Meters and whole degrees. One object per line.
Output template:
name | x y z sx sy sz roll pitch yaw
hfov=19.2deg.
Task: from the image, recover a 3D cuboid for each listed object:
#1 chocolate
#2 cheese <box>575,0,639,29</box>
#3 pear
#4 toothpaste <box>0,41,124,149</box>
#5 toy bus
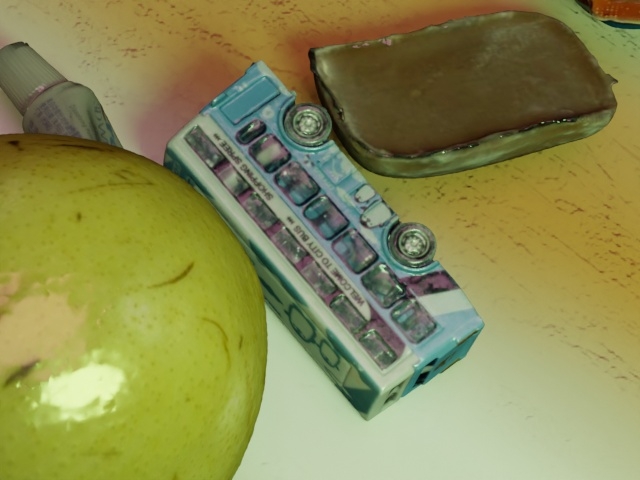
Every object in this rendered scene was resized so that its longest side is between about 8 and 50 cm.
chocolate | 0.124 -0.116 1.678 0.261 0.083 0.161 -10 50 -17
cheese | 0.317 -0.312 1.768 0.217 0.129 0.329 5 48 14
pear | -0.210 0.086 1.393 0.348 0.348 0.348 4 65 -8
toothpaste | -0.177 -0.061 1.596 0.282 0.068 0.099 45 41 14
toy bus | 0.000 0.000 1.593 0.131 0.106 0.297 -37 78 -18
